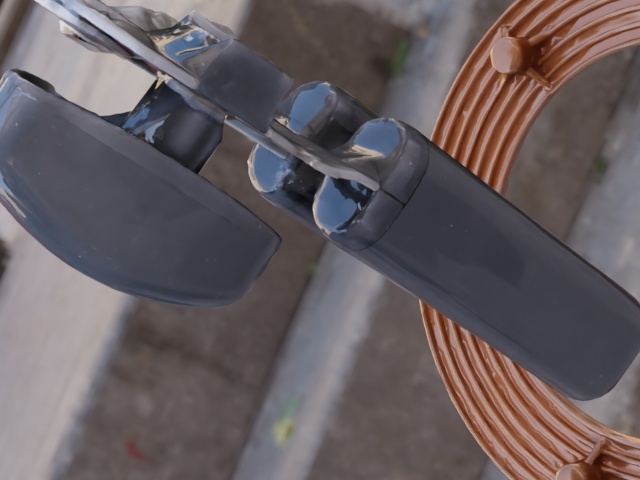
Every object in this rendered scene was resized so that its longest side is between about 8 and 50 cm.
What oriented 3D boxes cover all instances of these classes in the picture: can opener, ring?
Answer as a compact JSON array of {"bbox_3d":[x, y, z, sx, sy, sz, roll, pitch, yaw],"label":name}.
[{"bbox_3d":[0.000,0.000,0.656,0.076,0.283,0.095,34,90,48],"label":"can opener"},{"bbox_3d":[0.180,0.001,1.042,0.336,0.032,0.337,1,91,39],"label":"ring"}]
